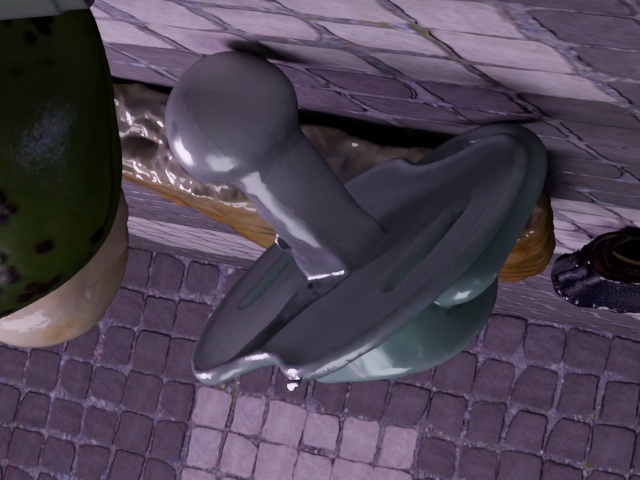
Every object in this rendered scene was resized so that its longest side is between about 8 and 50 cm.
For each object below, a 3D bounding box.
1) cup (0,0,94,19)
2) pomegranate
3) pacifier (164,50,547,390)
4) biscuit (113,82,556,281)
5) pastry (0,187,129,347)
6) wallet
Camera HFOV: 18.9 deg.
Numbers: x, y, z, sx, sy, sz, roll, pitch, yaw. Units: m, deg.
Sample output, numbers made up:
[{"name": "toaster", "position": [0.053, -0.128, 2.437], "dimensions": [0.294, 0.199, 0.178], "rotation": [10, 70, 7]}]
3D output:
[{"name": "cup", "position": [-0.175, -0.149, 0.894], "dimensions": [0.141, 0.120, 0.120], "rotation": [-3, 175, 2]}, {"name": "pomegranate", "position": [-0.248, -0.072, 1.175], "dimensions": [0.270, 0.254, 0.254], "rotation": [21, 172, -28]}, {"name": "pacifier", "position": [0.002, -0.032, 1.390], "dimensions": [0.269, 0.288, 0.343], "rotation": [51, 153, -18]}, {"name": "biscuit", "position": [0.003, -0.036, 1.764], "dimensions": [0.429, 0.104, 0.446], "rotation": [12, 175, 9]}, {"name": "pastry", "position": [-0.355, 0.003, 2.326], "dimensions": [0.265, 0.264, 0.133], "rotation": [10, 177, 22]}, {"name": "wallet", "position": [0.388, 0.038, 2.014], "dimensions": [0.262, 0.071, 0.221], "rotation": [9, 171, -3]}]
